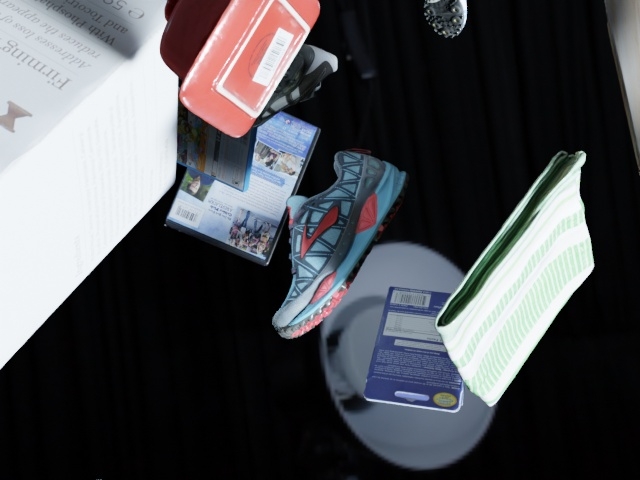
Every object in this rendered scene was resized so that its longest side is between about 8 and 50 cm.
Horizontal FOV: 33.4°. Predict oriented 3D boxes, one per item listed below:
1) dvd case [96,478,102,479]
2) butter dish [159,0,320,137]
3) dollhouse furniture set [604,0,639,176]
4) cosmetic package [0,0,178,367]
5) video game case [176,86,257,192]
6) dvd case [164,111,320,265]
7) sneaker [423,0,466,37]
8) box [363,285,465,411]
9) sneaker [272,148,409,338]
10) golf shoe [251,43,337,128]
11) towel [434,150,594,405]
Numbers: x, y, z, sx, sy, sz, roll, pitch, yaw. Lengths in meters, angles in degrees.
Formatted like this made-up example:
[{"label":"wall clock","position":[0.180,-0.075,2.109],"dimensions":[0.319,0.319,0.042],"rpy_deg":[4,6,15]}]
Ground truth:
[{"label":"dvd case","position":[-0.283,0.392,1.433],"dimensions":[0.087,0.120,0.013],"rpy_deg":[15,170,20]},{"label":"butter dish","position":[-0.095,-0.198,1.002],"dimensions":[0.118,0.160,0.160],"rpy_deg":[32,-179,20]},{"label":"dollhouse furniture set","position":[0.309,-0.154,0.581],"dimensions":[0.303,0.287,0.198],"rpy_deg":[-13,178,16]},{"label":"cosmetic package","position":[-0.406,-0.120,1.246],"dimensions":[0.329,0.394,0.327],"rpy_deg":[30,147,11]},{"label":"video game case","position":[-0.173,-0.157,1.630],"dimensions":[0.166,0.119,0.015],"rpy_deg":[25,-147,22]},{"label":"dvd case","position":[-0.124,-0.106,1.738],"dimensions":[0.180,0.253,0.022],"rpy_deg":[23,165,-9]},{"label":"sneaker","position":[0.223,-0.469,1.886],"dimensions":[0.085,0.237,0.086],"rpy_deg":[13,-132,30]},{"label":"box","position":[0.145,0.160,1.523],"dimensions":[0.136,0.037,0.225],"rpy_deg":[7,-139,11]},{"label":"sneaker","position":[0.000,0.000,1.340],"dimensions":[0.125,0.262,0.104],"rpy_deg":[32,163,5]},{"label":"golf shoe","position":[-0.050,-0.201,1.438],"dimensions":[0.093,0.077,0.198],"rpy_deg":[-1,164,-32]},{"label":"towel","position":[0.235,0.056,1.230],"dimensions":[0.038,0.248,0.325],"rpy_deg":[34,170,25]}]
